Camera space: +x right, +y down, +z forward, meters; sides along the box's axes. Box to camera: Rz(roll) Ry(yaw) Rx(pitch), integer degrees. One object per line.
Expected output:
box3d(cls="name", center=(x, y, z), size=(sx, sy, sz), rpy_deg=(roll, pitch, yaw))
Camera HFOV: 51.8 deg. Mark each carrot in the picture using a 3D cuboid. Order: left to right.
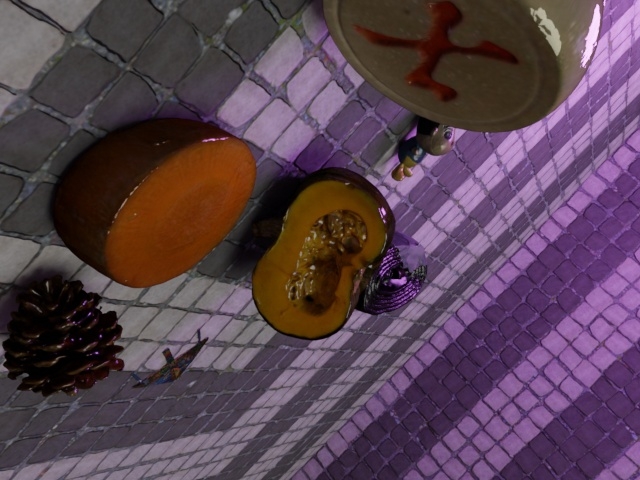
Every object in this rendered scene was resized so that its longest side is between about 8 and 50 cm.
box3d(cls="carrot", center=(-0.207, -0.053, 0.900), size=(0.258, 0.100, 0.307), rpy_deg=(-55, 162, 21))

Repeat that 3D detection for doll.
box3d(cls="doll", center=(0.214, -0.192, 1.318), size=(0.102, 0.089, 0.179), rpy_deg=(-25, 150, -55))

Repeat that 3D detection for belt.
box3d(cls="belt", center=(0.126, 0.064, 1.538), size=(0.289, 0.164, 0.184), rpy_deg=(-4, 109, -54))

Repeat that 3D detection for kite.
box3d(cls="kite", center=(-0.303, 0.258, 1.351), size=(0.183, 0.010, 0.160), rpy_deg=(-33, 154, -22))

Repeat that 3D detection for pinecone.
box3d(cls="pinecone", center=(-0.352, 0.129, 0.895), size=(0.174, 0.173, 0.173), rpy_deg=(-35, 155, -19))

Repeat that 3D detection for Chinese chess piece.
box3d(cls="Chinese chess piece", center=(0.166, -0.276, 0.799), size=(0.140, 0.338, 0.338), rpy_deg=(-60, 161, -17))

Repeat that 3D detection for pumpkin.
box3d(cls="pumpkin", center=(0.000, 0.000, 1.207), size=(0.325, 0.242, 0.232), rpy_deg=(-60, -179, 24))

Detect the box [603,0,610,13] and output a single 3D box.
box3d(cls="box", center=(0.538, -0.510, 1.329), size=(0.149, 0.067, 0.233), rpy_deg=(-34, 155, -25))
